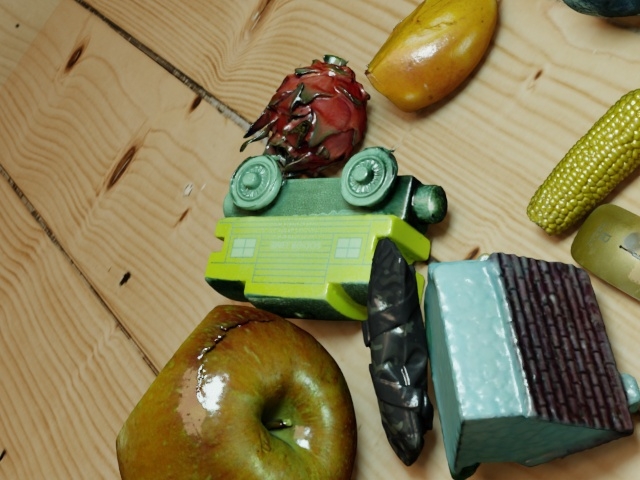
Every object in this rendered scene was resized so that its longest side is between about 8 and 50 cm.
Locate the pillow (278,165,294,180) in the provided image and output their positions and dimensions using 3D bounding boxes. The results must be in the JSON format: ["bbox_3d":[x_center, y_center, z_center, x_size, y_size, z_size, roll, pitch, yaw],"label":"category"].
[{"bbox_3d":[-0.087,-0.118,2.099,0.090,0.048,0.150,20,85,57],"label":"pillow"}]

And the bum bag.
[{"bbox_3d":[0.111,0.164,1.588,0.144,0.095,0.340,-171,77,-86],"label":"bum bag"}]

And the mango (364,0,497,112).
[{"bbox_3d":[0.208,-0.345,1.889,0.257,0.138,0.187,-37,27,17],"label":"mango"}]

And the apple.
[{"bbox_3d":[-0.135,0.297,1.661,0.374,0.374,0.384,-18,69,36],"label":"apple"}]

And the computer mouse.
[{"bbox_3d":[0.430,0.018,1.513,0.102,0.045,0.199,-56,40,6],"label":"computer mouse"}]

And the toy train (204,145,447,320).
[{"bbox_3d":[0.000,0.000,1.831,0.442,0.179,0.272,0,70,35],"label":"toy train"}]

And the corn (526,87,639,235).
[{"bbox_3d":[0.408,-0.115,1.584,0.260,0.091,0.091,-47,33,13],"label":"corn"}]

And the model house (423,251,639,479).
[{"bbox_3d":[0.284,0.159,1.479,0.249,0.230,0.280,-5,57,-2],"label":"model house"}]

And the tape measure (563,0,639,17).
[{"bbox_3d":[0.455,-0.473,1.630,0.147,0.256,0.275,11,68,43],"label":"tape measure"}]

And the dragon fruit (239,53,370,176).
[{"bbox_3d":[-0.018,-0.215,1.981,0.192,0.193,0.274,25,77,47],"label":"dragon fruit"}]
